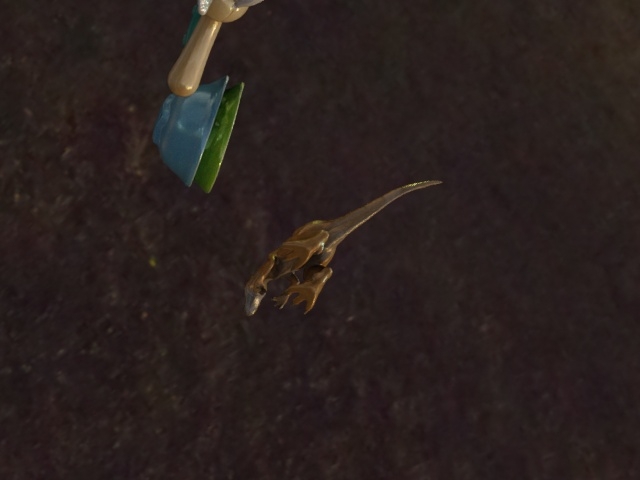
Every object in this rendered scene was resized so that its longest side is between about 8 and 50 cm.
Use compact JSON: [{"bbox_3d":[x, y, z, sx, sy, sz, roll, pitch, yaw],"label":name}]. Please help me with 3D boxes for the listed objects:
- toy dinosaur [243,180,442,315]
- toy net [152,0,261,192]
[{"bbox_3d":[0.000,0.000,0.928,0.064,0.211,0.112,53,20,-16],"label":"toy dinosaur"},{"bbox_3d":[-0.049,-0.125,0.593,0.045,0.232,0.122,19,61,-8],"label":"toy net"}]
